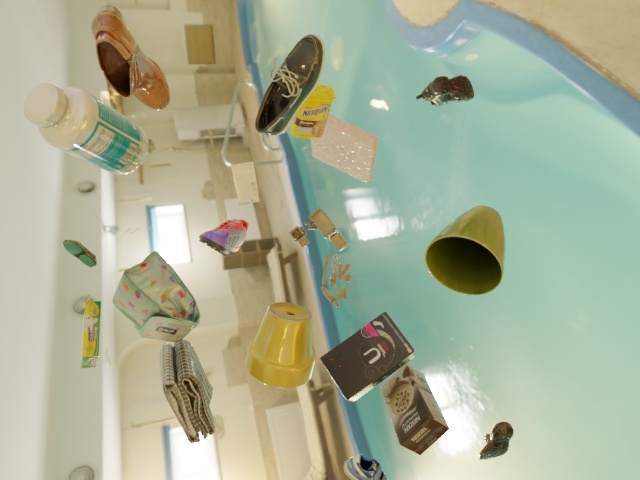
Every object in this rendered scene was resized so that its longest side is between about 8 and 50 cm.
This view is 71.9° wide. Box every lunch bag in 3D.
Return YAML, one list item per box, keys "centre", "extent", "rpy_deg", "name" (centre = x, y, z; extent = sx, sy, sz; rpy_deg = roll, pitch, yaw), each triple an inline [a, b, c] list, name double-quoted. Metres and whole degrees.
- centre: [-0.507, 0.204, 1.396]
  extent: [0.262, 0.160, 0.223]
  rpy_deg: [47, 136, -1]
  name: "lunch bag"

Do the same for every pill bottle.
- centre: [-0.545, -0.262, 1.040]
  extent: [0.264, 0.146, 0.146]
  rpy_deg: [35, -139, -70]
  name: "pill bottle"

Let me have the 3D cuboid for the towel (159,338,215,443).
- centre: [-0.437, 0.497, 1.476]
  extent: [0.235, 0.121, 0.283]
  rpy_deg: [-139, 31, -60]
  name: "towel"

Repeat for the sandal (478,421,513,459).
- centre: [0.592, 0.675, 1.502]
  extent: [0.060, 0.090, 0.219]
  rpy_deg: [-98, 6, -55]
  name: "sandal"

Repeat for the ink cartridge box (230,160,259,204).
- centre: [-0.210, -0.161, 1.241]
  extent: [0.029, 0.063, 0.115]
  rpy_deg: [-127, 27, -76]
  name: "ink cartridge box"

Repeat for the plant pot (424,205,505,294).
- centre: [0.571, 0.004, 1.648]
  extent: [0.275, 0.293, 0.274]
  rpy_deg: [22, 138, 21]
  name: "plant pot"

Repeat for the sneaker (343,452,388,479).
- centre: [0.127, 0.555, 1.037]
  extent: [0.059, 0.144, 0.053]
  rpy_deg: [-57, -1, 20]
  name: "sneaker"

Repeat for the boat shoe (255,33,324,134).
- centre: [-0.079, -0.361, 1.033]
  extent: [0.095, 0.079, 0.254]
  rpy_deg: [45, 119, 11]
  name: "boat shoe"

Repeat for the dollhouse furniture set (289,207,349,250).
- centre: [0.000, 0.000, 1.705]
  extent: [0.182, 0.161, 0.101]
  rpy_deg: [53, -173, 18]
  name: "dollhouse furniture set"

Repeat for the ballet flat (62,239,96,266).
- centre: [-0.639, 0.026, 1.173]
  extent: [0.114, 0.041, 0.041]
  rpy_deg: [66, 180, -48]
  name: "ballet flat"

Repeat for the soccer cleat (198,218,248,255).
- centre: [-0.307, -0.023, 1.446]
  extent: [0.116, 0.109, 0.318]
  rpy_deg: [-57, -1, 1]
  name: "soccer cleat"

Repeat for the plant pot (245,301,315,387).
- centre: [-0.131, 0.367, 1.619]
  extent: [0.254, 0.254, 0.238]
  rpy_deg: [-138, 59, -65]
  name: "plant pot"

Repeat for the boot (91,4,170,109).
- centre: [-0.315, -0.274, 0.736]
  extent: [0.197, 0.073, 0.152]
  rpy_deg: [64, -178, -48]
  name: "boot"

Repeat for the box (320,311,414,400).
- centre: [0.161, 0.390, 1.475]
  extent: [0.165, 0.270, 0.143]
  rpy_deg: [53, 177, 25]
  name: "box"

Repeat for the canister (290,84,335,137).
- centre: [-0.030, -0.438, 1.508]
  extent: [0.169, 0.126, 0.073]
  rpy_deg: [110, 146, -44]
  name: "canister"

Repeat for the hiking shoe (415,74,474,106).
- centre: [0.438, -0.518, 1.539]
  extent: [0.114, 0.227, 0.086]
  rpy_deg: [-13, 84, 55]
  name: "hiking shoe"

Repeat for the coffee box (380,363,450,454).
- centre: [0.366, 0.662, 1.754]
  extent: [0.168, 0.119, 0.297]
  rpy_deg: [-49, 21, 14]
  name: "coffee box"

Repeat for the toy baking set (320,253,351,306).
- centre: [0.067, 0.172, 1.969]
  extent: [0.256, 0.030, 0.196]
  rpy_deg: [38, 108, 56]
  name: "toy baking set"

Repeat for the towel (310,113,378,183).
- centre: [0.101, -0.424, 1.988]
  extent: [0.332, 0.053, 0.317]
  rpy_deg: [29, 157, 16]
  name: "towel"

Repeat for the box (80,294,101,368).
- centre: [-0.626, 0.245, 1.203]
  extent: [0.105, 0.043, 0.179]
  rpy_deg: [-48, 48, 48]
  name: "box"
